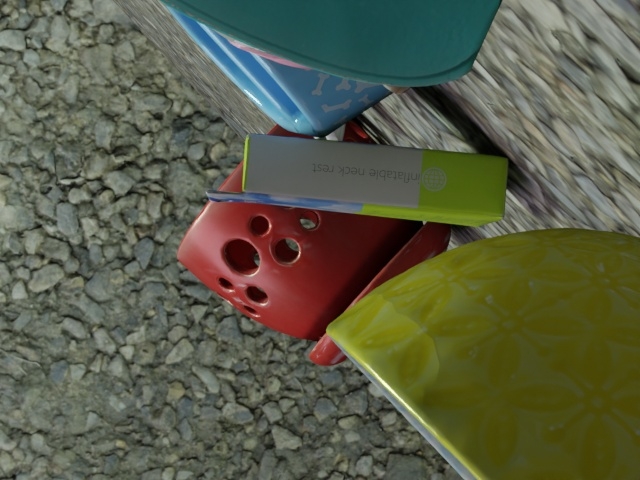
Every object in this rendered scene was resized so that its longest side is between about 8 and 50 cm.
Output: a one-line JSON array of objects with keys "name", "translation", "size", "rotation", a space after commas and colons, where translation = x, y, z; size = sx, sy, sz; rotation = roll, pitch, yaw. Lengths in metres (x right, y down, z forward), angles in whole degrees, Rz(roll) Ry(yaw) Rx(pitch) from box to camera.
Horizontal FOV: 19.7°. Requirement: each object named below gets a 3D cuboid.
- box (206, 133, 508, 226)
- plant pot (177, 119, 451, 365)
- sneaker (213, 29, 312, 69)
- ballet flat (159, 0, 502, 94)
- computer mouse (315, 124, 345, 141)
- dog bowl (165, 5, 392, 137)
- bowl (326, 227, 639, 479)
[{"name": "box", "translation": [0.020, -0.037, 1.140], "size": [0.178, 0.042, 0.109], "rotation": [6, 178, -2]}, {"name": "plant pot", "translation": [0.000, 0.000, 1.565], "size": [0.174, 0.191, 0.191], "rotation": [43, 177, 3]}, {"name": "sneaker", "translation": [-0.098, -0.194, 0.997], "size": [0.319, 0.112, 0.131], "rotation": [46, 175, 35]}, {"name": "ballet flat", "translation": [-0.098, -0.200, 0.581], "size": [0.409, 0.147, 0.147], "rotation": [29, -177, -19]}, {"name": "computer mouse", "translation": [-0.034, -0.154, 1.389], "size": [0.193, 0.042, 0.106], "rotation": [52, 172, -9]}, {"name": "dog bowl", "translation": [-0.031, -0.140, 1.173], "size": [0.166, 0.074, 0.297], "rotation": [47, 177, -10]}, {"name": "bowl", "translation": [0.156, 0.087, 0.739], "size": [0.289, 0.156, 0.289], "rotation": [47, 177, 3]}]
